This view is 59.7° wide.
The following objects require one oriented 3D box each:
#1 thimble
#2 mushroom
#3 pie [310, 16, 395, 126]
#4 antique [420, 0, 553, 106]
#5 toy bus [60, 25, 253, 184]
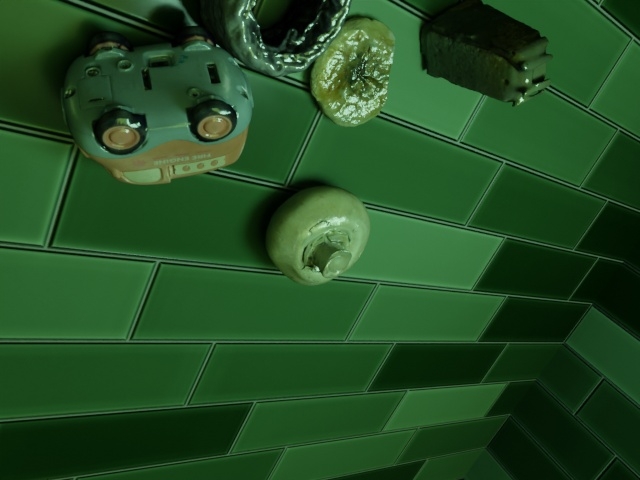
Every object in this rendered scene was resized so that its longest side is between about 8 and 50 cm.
[{"bbox_3d":[-0.068,-0.400,0.918,0.245,0.157,0.217,-44,137,2],"label":"thimble"},{"bbox_3d":[0.000,0.000,1.249,0.246,0.202,0.246,-11,128,-15],"label":"mushroom"},{"bbox_3d":[0.061,-0.338,1.135,0.185,0.052,0.218,-11,126,-22],"label":"pie"},{"bbox_3d":[0.345,-0.379,1.135,0.150,0.284,0.125,-29,134,-12],"label":"antique"},{"bbox_3d":[-0.255,-0.199,0.913,0.287,0.194,0.232,-12,154,-13],"label":"toy bus"}]
